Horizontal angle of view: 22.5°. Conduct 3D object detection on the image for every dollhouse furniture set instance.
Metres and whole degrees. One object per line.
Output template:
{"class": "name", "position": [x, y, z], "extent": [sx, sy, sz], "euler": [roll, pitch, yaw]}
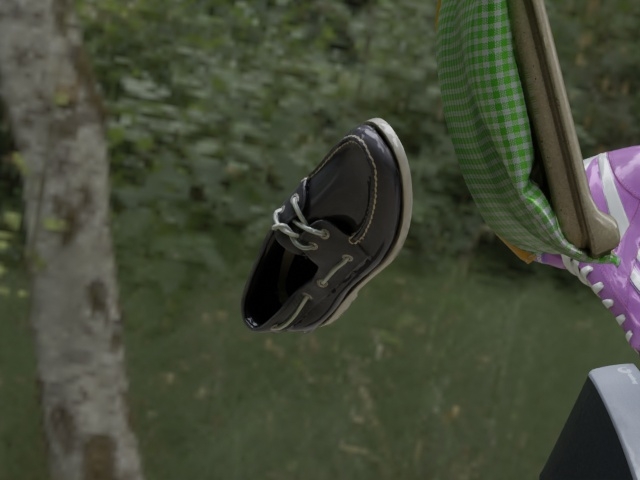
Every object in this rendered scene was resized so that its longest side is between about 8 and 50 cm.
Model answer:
{"class": "dollhouse furniture set", "position": [0.029, -0.119, 0.792], "extent": [0.151, 0.301, 0.197], "euler": [-14, 1, 3]}

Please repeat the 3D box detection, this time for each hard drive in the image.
{"class": "hard drive", "position": [0.261, 0.233, 1.446], "extent": [0.054, 0.172, 0.254], "euler": [16, 25, -12]}

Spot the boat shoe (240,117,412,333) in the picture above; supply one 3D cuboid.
{"class": "boat shoe", "position": [0.000, 0.000, 1.049], "extent": [0.065, 0.206, 0.075], "euler": [-17, 64, -29]}

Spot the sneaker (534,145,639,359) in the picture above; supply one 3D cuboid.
{"class": "sneaker", "position": [0.292, 0.045, 1.612], "extent": [0.161, 0.282, 0.102], "euler": [-10, -28, 19]}
